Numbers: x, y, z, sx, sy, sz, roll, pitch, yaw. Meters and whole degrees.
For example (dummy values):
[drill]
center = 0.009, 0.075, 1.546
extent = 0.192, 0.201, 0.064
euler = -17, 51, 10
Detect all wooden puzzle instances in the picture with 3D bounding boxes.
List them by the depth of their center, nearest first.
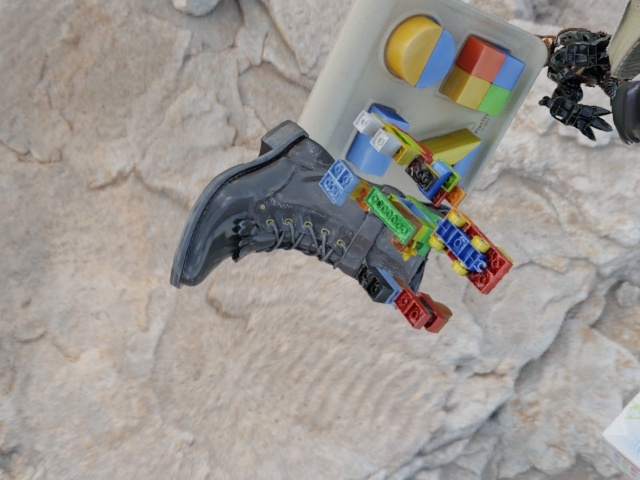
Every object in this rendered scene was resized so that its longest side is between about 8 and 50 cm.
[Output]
[wooden puzzle]
center = 0.162, -0.205, 1.182
extent = 0.347, 0.080, 0.322
euler = 13, 116, -31

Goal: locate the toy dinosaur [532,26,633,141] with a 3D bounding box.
[toy dinosaur]
center = 0.428, -0.282, 1.267
extent = 0.321, 0.218, 0.164
euler = -10, 120, 18

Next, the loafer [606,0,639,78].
[loafer]
center = 0.456, -0.319, 1.019
extent = 0.101, 0.268, 0.092
euler = -6, 63, -8

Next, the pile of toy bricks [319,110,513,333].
[pile of toy bricks]
center = 0.092, -0.010, 0.669
extent = 0.118, 0.105, 0.212
euler = -53, 47, 20

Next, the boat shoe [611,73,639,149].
[boat shoe]
center = 0.514, -0.146, 0.839
extent = 0.340, 0.158, 0.127
euler = -6, 96, -2

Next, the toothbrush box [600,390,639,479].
[toothbrush box]
center = 0.527, 0.224, 0.966
extent = 0.283, 0.122, 0.206
euler = -45, 59, -5

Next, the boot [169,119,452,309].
[boot]
center = 0.000, 0.000, 0.794
extent = 0.229, 0.091, 0.263
euler = 34, 59, 8
